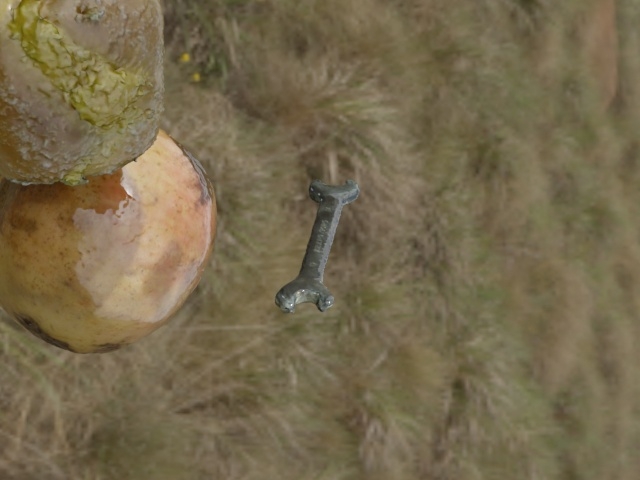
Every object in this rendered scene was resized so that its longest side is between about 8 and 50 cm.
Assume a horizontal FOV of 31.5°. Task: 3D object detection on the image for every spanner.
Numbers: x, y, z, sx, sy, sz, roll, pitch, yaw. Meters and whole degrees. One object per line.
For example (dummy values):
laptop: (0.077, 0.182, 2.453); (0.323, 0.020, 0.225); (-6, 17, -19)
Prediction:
spanner: (0.000, 0.000, 1.079); (0.254, 0.054, 0.015); (-74, 170, -60)

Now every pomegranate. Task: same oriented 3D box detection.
pomegranate: (-0.276, -0.009, 1.414); (0.322, 0.322, 0.322); (16, 73, -63)

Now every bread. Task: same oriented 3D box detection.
bread: (-0.254, -0.159, 1.143); (0.246, 0.195, 0.176); (97, -26, -42)
